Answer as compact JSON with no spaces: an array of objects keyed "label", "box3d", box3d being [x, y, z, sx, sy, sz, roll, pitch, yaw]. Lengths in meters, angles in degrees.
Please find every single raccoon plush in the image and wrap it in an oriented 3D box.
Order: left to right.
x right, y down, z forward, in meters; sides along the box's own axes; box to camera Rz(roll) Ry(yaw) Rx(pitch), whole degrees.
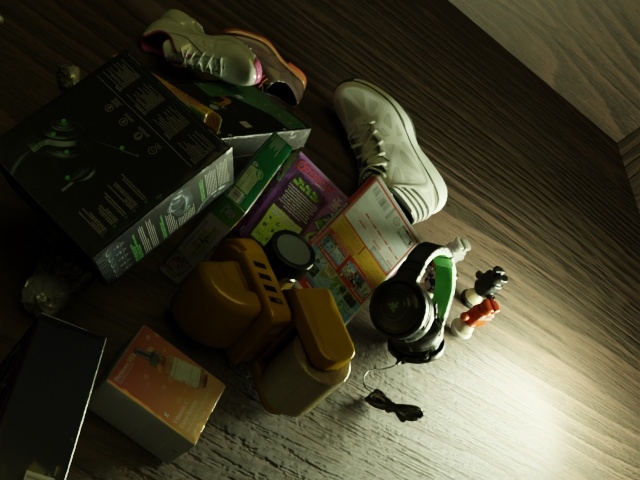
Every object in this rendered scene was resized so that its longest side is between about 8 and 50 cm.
[{"label":"raccoon plush","box3d":[-0.422,-0.120,1.225,0.299,0.216,0.446,38,38,-1]}]

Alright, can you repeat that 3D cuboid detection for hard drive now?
[{"label":"hard drive","box3d":[-0.211,-0.278,1.615,0.237,0.064,0.339,40,33,23]}]

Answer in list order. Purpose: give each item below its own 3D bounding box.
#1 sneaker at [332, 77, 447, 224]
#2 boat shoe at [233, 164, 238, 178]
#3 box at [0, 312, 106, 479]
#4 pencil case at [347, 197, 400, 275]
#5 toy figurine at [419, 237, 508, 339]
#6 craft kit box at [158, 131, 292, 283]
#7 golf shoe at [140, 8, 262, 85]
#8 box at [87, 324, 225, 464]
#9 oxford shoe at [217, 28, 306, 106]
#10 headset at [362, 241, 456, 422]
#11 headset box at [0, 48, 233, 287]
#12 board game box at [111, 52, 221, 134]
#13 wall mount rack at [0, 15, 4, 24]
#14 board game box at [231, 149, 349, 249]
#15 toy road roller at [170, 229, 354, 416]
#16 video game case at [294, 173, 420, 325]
[{"label":"sneaker","box3d":[0.151,-0.234,1.910,0.448,0.169,0.257,54,35,2]},{"label":"boat shoe","box3d":[-0.248,-0.132,1.499,0.233,0.079,0.084,-18,70,-52]},{"label":"box","box3d":[-0.389,0.255,0.930,0.103,0.184,0.261,27,42,-23]},{"label":"pencil case","box3d":[0.026,-0.030,1.617,0.386,0.160,0.167,16,37,-35]},{"label":"toy figurine","box3d":[0.353,0.121,1.835,0.209,0.148,0.213,38,40,-5]},{"label":"craft kit box","box3d":[-0.179,-0.064,1.368,0.061,0.246,0.250,43,38,-11]},{"label":"golf shoe","box3d":[-0.279,-0.423,1.657,0.306,0.115,0.140,29,45,19]},{"label":"box","box3d":[-0.261,0.245,1.143,0.170,0.091,0.130,40,38,-13]},{"label":"oxford shoe","box3d":[-0.150,-0.447,1.860,0.271,0.097,0.098,29,47,-25]},{"label":"headset","box3d":[0.215,0.191,1.550,0.394,0.185,0.243,-58,144,-23]},{"label":"headset box","box3d":[-0.318,-0.106,1.098,0.246,0.131,0.283,42,69,12]},{"label":"board game box","box3d":[-0.318,-0.255,1.429,0.259,0.124,0.039,31,36,10]},{"label":"wall mount rack","box3d":[-0.725,-0.371,1.171,0.304,0.130,0.350,35,39,-10]},{"label":"board game box","box3d":[0.000,0.000,1.489,0.347,0.208,0.056,43,-8,-33]},{"label":"toy road roller","box3d":[-0.118,0.149,1.282,0.240,0.202,0.330,-1,55,-41]},{"label":"video game case","box3d":[0.072,0.030,1.501,0.285,0.025,0.204,-46,123,-16]}]
